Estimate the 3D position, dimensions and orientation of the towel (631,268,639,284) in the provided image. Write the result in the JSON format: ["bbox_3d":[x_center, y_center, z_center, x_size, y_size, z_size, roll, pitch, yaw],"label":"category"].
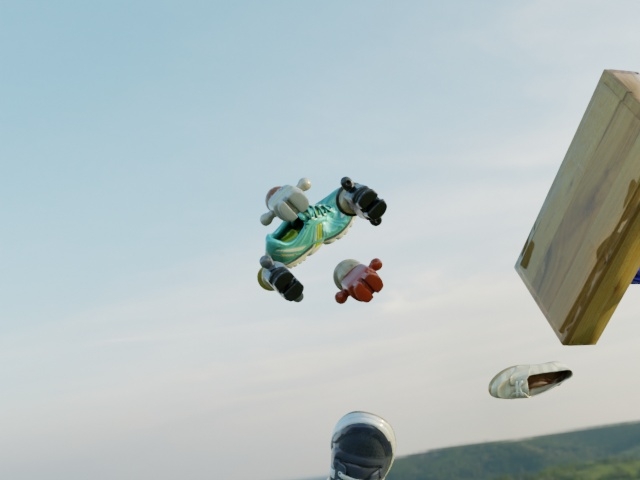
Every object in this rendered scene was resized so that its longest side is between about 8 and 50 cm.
[{"bbox_3d":[0.770,-0.032,1.772,0.076,0.308,0.227,46,-18,-28],"label":"towel"}]

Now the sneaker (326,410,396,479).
[{"bbox_3d":[0.040,0.388,1.249,0.099,0.153,0.282,16,-50,3],"label":"sneaker"}]

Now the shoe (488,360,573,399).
[{"bbox_3d":[0.516,0.341,2.073,0.219,0.077,0.058,-13,11,-15],"label":"shoe"}]

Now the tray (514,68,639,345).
[{"bbox_3d":[0.451,-0.045,1.376,0.076,0.203,0.411,0,-51,-18],"label":"tray"}]

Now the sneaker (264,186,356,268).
[{"bbox_3d":[-0.017,-0.040,1.966,0.275,0.107,0.110,-40,-36,-22],"label":"sneaker"}]

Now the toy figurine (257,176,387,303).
[{"bbox_3d":[0.000,0.000,1.406,0.209,0.213,0.148,-1,8,-14],"label":"toy figurine"}]
